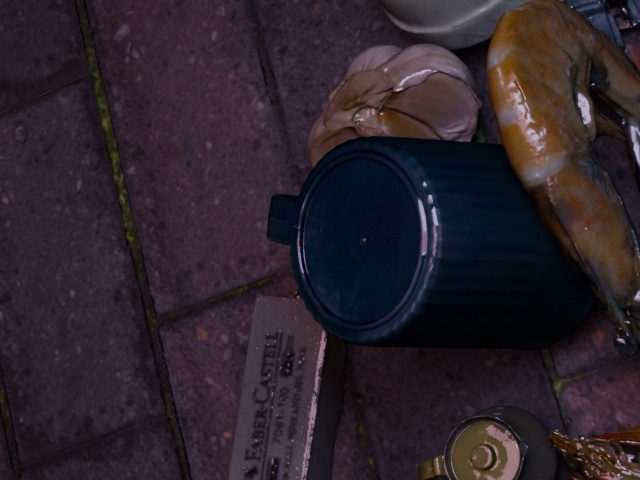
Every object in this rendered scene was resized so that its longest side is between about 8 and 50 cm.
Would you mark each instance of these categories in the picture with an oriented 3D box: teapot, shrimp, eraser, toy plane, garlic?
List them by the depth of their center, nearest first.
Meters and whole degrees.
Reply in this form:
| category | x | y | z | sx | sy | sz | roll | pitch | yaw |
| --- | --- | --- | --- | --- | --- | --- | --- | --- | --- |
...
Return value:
| category | x | y | z | sx | sy | sz | roll | pitch | yaw |
| --- | --- | --- | --- | --- | --- | --- | --- | --- | --- |
| shrimp | 0.320 | -0.059 | 1.795 | 0.085 | 0.272 | 0.445 | -25 | 85 | 44 |
| shrimp | 0.380 | 0.262 | 1.823 | 0.267 | 0.061 | 0.145 | 20 | 89 | 22 |
| teapot | 0.189 | 0.257 | 1.885 | 0.165 | 0.119 | 0.130 | -14 | 73 | 22 |
| toy plane | 0.292 | -0.318 | 1.964 | 0.222 | 0.104 | 0.326 | -14 | 68 | -7 |
| garlic | 0.086 | -0.157 | 2.001 | 0.229 | 0.178 | 0.143 | -38 | 40 | 18 |
| eraser | -0.045 | 0.249 | 2.016 | 0.111 | 0.077 | 0.353 | 5 | 82 | 24 |

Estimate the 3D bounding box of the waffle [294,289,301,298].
| category | x | y | z | sx | sy | sz | roll | pitch | yaw |
| --- | --- | --- | --- | --- | --- | --- | --- | --- | --- |
| waffle | 0.000 | 0.000 | 2.076 | 0.097 | 0.023 | 0.153 | -16 | 75 | 20 |

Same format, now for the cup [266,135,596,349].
| category | x | y | z | sx | sy | sz | roll | pitch | yaw |
| --- | --- | --- | --- | --- | --- | --- | --- | --- | --- |
| cup | 0.123 | -0.014 | 1.842 | 0.308 | 0.292 | 0.242 | 49 | 121 | 33 |

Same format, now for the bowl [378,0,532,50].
| category | x | y | z | sx | sy | sz | roll | pitch | yaw |
| --- | --- | --- | --- | --- | --- | --- | --- | --- | --- |
| bowl | 0.158 | -0.392 | 1.950 | 0.307 | 0.163 | 0.307 | -25 | 53 | 38 |
